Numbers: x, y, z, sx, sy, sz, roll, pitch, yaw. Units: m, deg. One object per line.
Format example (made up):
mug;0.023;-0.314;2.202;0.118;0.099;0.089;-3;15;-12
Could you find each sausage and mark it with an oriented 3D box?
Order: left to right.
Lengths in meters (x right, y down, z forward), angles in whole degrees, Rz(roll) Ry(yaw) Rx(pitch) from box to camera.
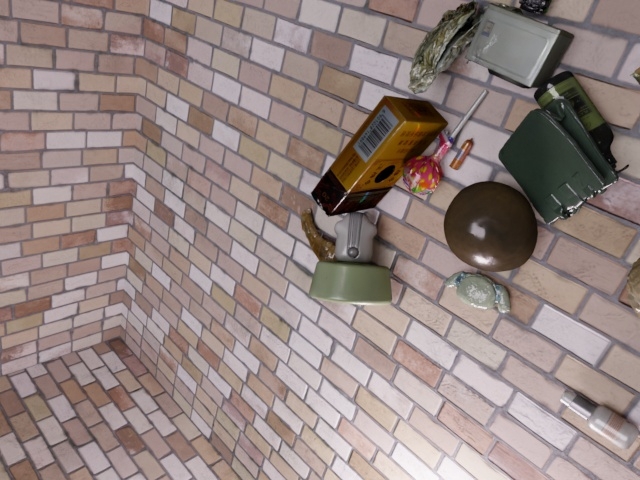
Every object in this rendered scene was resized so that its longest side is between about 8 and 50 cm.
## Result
sausage;0.429;-0.262;1.450;0.031;0.031;0.107;45;126;25

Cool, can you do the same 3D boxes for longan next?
longan;0.469;-0.037;1.337;0.258;0.258;0.258;12;108;40

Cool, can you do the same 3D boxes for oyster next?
oyster;0.354;-0.546;1.355;0.112;0.198;0.267;37;126;-16

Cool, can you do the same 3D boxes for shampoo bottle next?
shampoo bottle;0.650;-0.281;1.196;0.101;0.101;0.284;-37;75;41
shampoo bottle;0.754;0.482;1.312;0.192;0.074;0.074;31;120;33

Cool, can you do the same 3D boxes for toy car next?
toy car;0.567;-0.657;1.203;0.071;0.062;0.165;33;119;31

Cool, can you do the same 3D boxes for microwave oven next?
microwave oven;0.514;-0.502;1.248;0.205;0.129;0.163;40;127;28

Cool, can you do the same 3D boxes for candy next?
candy;0.381;-0.294;1.454;0.124;0.124;0.365;46;119;24

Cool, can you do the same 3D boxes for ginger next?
ginger;0.000;0.000;1.874;0.295;0.086;0.131;57;153;22

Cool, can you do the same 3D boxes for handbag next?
handbag;0.589;-0.191;1.209;0.260;0.079;0.247;59;167;14

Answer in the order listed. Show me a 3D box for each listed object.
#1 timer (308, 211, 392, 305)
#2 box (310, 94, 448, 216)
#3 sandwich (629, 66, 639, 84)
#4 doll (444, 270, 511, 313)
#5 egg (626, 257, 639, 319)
timer;0.116;0.054;1.679;0.290;0.290;0.315;3;86;42
box;0.179;-0.255;1.523;0.116;0.264;0.415;54;128;18
sandwich;0.805;-0.311;1.015;0.198;0.155;0.227;-39;74;43
doll;0.484;0.156;1.476;0.214;0.071;0.104;24;117;32
egg;0.820;0.091;1.021;0.279;0.279;0.310;44;103;25
